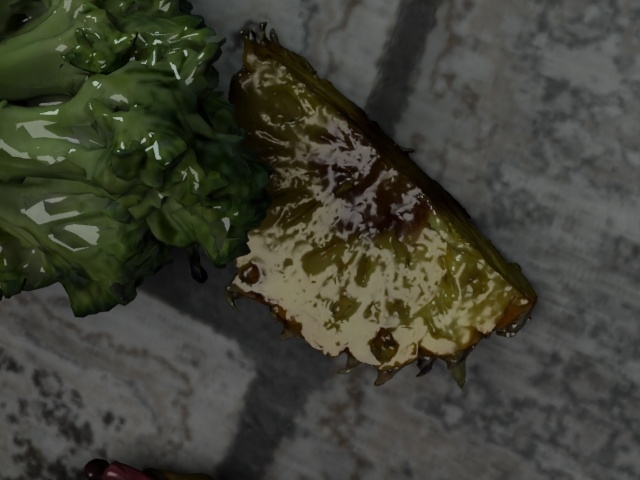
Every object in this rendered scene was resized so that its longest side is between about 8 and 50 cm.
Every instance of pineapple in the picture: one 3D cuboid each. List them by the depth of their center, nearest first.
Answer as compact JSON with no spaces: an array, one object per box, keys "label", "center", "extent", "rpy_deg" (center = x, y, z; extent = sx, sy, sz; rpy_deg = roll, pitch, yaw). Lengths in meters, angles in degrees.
[{"label":"pineapple","center":[0.000,0.000,0.944],"extent":[0.135,0.079,0.233],"rpy_deg":[-44,83,18]}]

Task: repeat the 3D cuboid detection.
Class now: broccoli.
[{"label":"broccoli","center":[-0.266,-0.092,0.864],"extent":[0.353,0.397,0.275],"rpy_deg":[-28,64,53]}]

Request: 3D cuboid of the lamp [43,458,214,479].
[{"label":"lamp","center":[-0.071,0.198,0.970],"extent":[0.253,0.118,0.118],"rpy_deg":[8,98,17]}]
